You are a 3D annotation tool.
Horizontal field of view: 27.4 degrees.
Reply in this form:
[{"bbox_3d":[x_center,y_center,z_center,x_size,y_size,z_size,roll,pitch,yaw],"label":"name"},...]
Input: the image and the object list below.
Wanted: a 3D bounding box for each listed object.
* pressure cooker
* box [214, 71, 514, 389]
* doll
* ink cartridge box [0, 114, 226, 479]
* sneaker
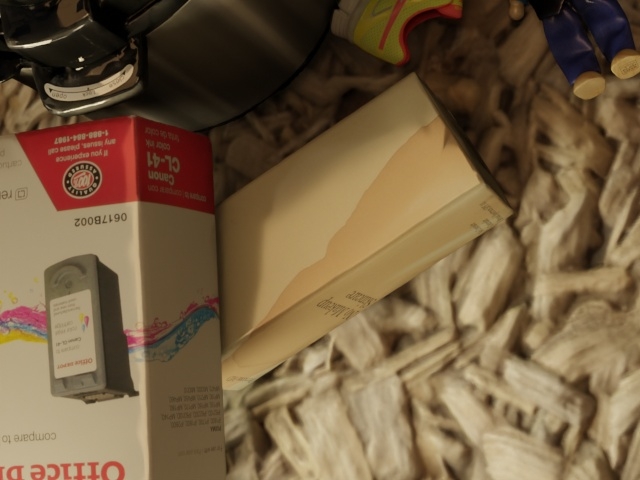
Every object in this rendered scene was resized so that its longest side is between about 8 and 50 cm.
[{"bbox_3d":[-0.191,-0.296,1.122,0.370,0.420,0.375,35,92,20],"label":"pressure cooker"},{"bbox_3d":[0.000,0.000,1.158,0.311,0.148,0.121,-34,73,12],"label":"box"},{"bbox_3d":[0.227,-0.225,1.171,0.129,0.046,0.189,-29,67,21],"label":"doll"},{"bbox_3d":[-0.205,0.067,1.075,0.226,0.131,0.306,-7,81,22],"label":"ink cartridge box"},{"bbox_3d":[0.106,-0.248,1.205,0.094,0.081,0.208,42,101,11],"label":"sneaker"}]
